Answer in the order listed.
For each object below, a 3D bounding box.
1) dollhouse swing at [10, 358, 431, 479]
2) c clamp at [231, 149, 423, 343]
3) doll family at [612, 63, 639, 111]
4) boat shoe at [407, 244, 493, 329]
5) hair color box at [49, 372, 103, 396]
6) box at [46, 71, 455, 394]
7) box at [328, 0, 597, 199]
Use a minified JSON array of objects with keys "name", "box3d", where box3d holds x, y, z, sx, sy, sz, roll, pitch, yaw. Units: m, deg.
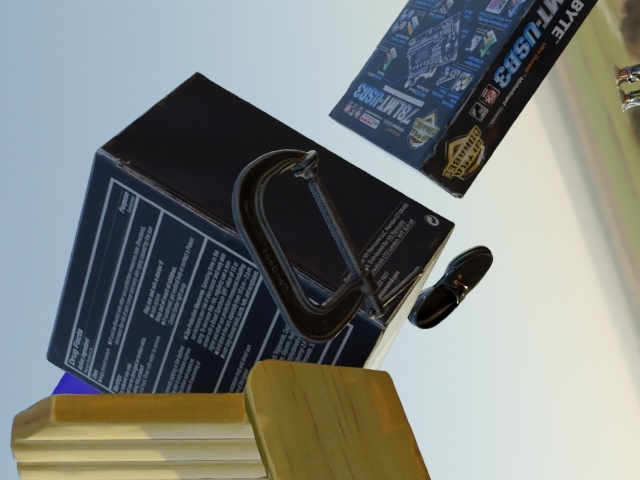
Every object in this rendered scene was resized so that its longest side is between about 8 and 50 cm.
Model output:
[{"name":"dollhouse swing","box3d":[-0.072,0.298,1.019,0.347,0.305,0.315,97,158,-54]},{"name":"c clamp","box3d":[0.000,0.000,0.873,0.137,0.022,0.160,-47,-64,-38]},{"name":"doll family","box3d":[0.457,-0.213,1.639,0.193,0.111,0.076,-27,-78,-76]},{"name":"boat shoe","box3d":[0.161,0.059,1.478,0.049,0.133,0.042,51,178,-24]},{"name":"hair color box","box3d":[-0.185,0.192,1.478,0.185,0.110,0.339,-60,-20,-20]},{"name":"box","box3d":[-0.075,0.050,1.165,0.183,0.294,0.296,-51,-11,-47]},{"name":"box","box3d":[0.158,-0.214,1.359,0.073,0.293,0.295,32,-176,-24]}]
